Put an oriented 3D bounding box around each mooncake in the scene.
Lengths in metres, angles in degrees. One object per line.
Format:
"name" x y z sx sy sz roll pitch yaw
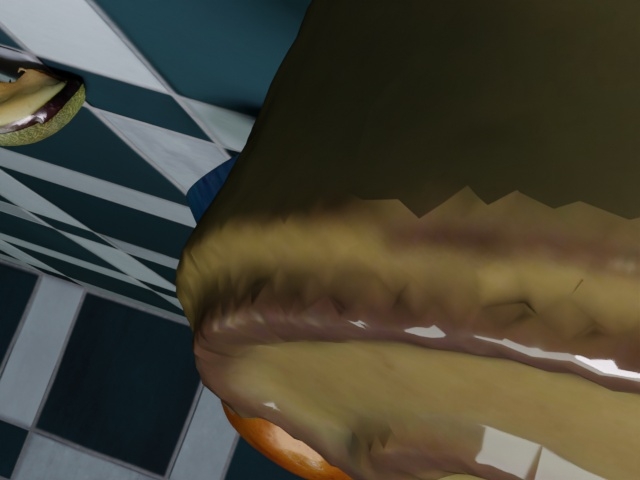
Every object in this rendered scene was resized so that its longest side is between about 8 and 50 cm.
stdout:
"mooncake" 0.149 0.025 0.583 0.394 0.246 0.393 10 160 35

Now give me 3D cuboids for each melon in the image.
"melon" -0.275 -0.114 1.142 0.160 0.079 0.128 18 169 11

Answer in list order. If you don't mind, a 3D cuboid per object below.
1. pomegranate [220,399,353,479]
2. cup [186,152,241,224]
"pomegranate" 0.007 0.134 1.501 0.264 0.264 0.264 20 171 3
"cup" 0.000 0.000 0.998 0.155 0.176 0.131 61 169 6
